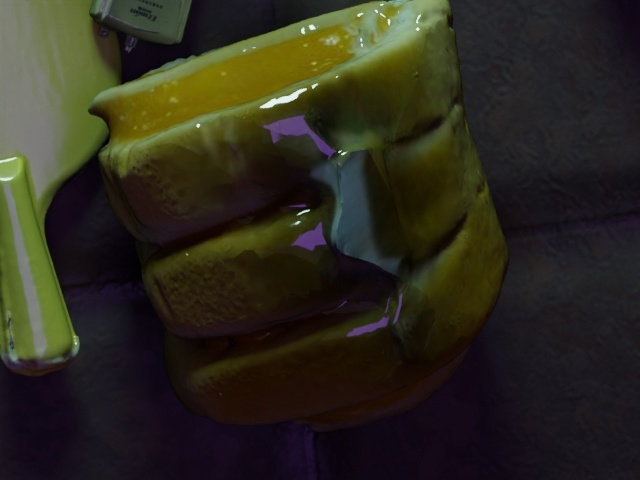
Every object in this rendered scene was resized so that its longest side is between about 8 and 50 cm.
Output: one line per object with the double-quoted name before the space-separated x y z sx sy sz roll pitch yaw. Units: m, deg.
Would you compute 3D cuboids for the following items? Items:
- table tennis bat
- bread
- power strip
"table tennis bat" -0.253 -0.074 1.259 0.224 0.054 0.368 -14 98 -17
"bread" 0.000 0.000 1.246 0.301 0.210 0.341 -15 106 -12
"power strip" -0.129 -0.228 1.266 0.076 0.028 0.168 15 88 -23
